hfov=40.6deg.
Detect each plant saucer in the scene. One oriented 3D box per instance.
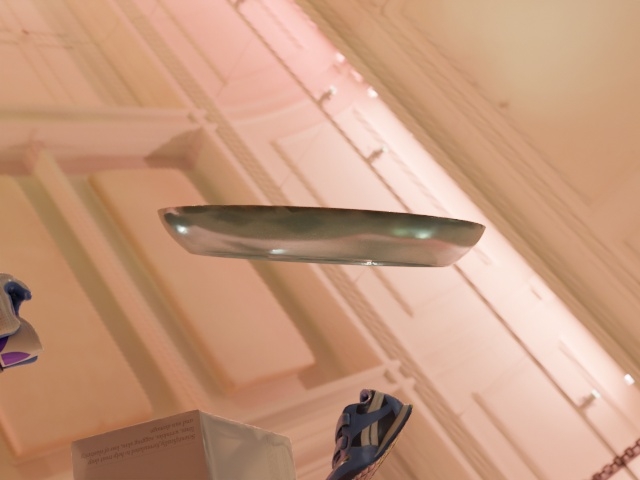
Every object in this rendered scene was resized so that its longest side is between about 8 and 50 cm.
[{"bbox_3d":[0.000,0.000,0.848,0.318,0.318,0.043,6,-95,-41],"label":"plant saucer"}]

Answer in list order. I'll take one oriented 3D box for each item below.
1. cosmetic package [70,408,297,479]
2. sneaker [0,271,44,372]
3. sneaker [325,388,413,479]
[{"bbox_3d":[-0.191,0.380,1.345,0.385,0.217,0.156,51,-155,-64],"label":"cosmetic package"},{"bbox_3d":[-0.479,0.163,1.090,0.237,0.130,0.322,-3,-134,1],"label":"sneaker"},{"bbox_3d":[0.034,0.195,0.828,0.059,0.053,0.144,32,-141,14],"label":"sneaker"}]
